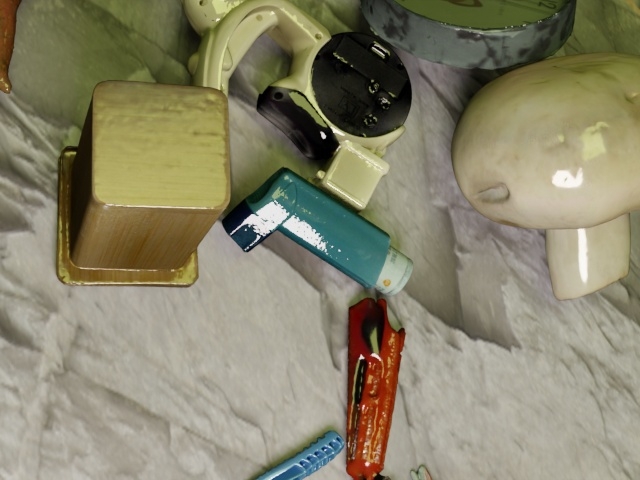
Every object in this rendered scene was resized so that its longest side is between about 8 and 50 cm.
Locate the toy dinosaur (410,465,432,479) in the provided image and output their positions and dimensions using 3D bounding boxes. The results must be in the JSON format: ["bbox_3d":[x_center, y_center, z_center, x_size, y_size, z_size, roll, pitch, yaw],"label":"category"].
[{"bbox_3d":[0.126,0.432,1.320,0.167,0.053,0.242,-18,71,-29],"label":"toy dinosaur"}]

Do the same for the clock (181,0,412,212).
[{"bbox_3d":[-0.053,-0.224,1.436,0.379,0.120,0.276,29,70,-11],"label":"clock"}]

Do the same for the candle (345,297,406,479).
[{"bbox_3d":[0.064,0.219,1.370,0.084,0.059,0.301,9,68,-3],"label":"candle"}]

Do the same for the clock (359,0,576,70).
[{"bbox_3d":[0.221,-0.371,1.526,0.325,0.067,0.325,2,44,-1],"label":"clock"}]

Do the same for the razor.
[{"bbox_3d":[-0.074,0.318,1.301,0.253,0.042,0.082,-30,126,-25],"label":"razor"}]

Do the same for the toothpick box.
[{"bbox_3d":[-0.214,-0.066,1.235,0.187,0.308,0.190,3,74,-17],"label":"toothpick box"}]

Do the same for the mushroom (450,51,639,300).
[{"bbox_3d":[0.378,-0.116,1.435,0.353,0.325,0.353,27,46,-32],"label":"mushroom"}]

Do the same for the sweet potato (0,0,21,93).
[{"bbox_3d":[-0.430,-0.364,1.375,0.106,0.095,0.354,11,68,-10],"label":"sweet potato"}]

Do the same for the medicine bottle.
[{"bbox_3d":[0.000,0.000,1.395,0.258,0.079,0.124,30,97,-16],"label":"medicine bottle"}]
